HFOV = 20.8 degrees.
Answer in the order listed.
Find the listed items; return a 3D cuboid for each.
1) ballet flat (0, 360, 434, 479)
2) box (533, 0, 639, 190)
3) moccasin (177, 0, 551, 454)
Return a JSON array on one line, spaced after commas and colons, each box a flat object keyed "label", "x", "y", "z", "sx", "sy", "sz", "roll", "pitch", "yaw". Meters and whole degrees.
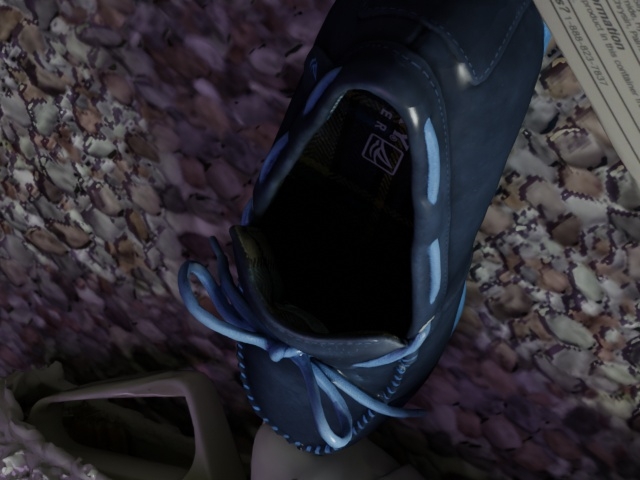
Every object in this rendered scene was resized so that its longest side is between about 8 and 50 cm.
[{"label": "ballet flat", "x": -0.054, "y": 0.146, "z": 1.000, "sx": 0.409, "sy": 0.147, "sz": 0.147, "roll": 6, "pitch": 132, "yaw": 34}, {"label": "box", "x": 0.211, "y": -0.084, "z": 0.484, "sx": 0.311, "sy": 0.121, "sz": 0.148, "roll": 7, "pitch": 134, "yaw": 54}, {"label": "moccasin", "x": 0.000, "y": 0.000, "z": 0.804, "sx": 0.138, "sy": 0.117, "sz": 0.342, "roll": 28, "pitch": 141, "yaw": 14}]
